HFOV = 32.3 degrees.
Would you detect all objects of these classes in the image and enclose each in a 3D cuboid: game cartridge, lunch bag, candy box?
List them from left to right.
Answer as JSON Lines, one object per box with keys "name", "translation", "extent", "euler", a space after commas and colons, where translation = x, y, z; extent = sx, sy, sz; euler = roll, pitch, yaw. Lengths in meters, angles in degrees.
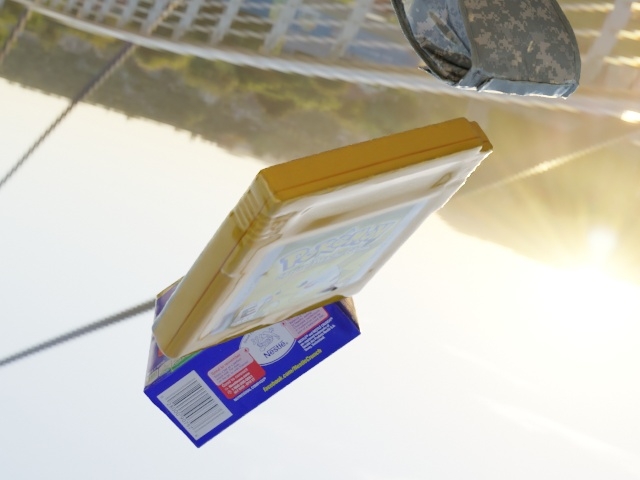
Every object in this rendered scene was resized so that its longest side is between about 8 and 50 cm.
{"name": "candy box", "translation": [-0.096, 0.099, 1.516], "extent": [0.122, 0.268, 0.317], "euler": [52, -172, -17]}
{"name": "game cartridge", "translation": [0.000, 0.000, 1.143], "extent": [0.285, 0.053, 0.324], "euler": [-18, 161, -35]}
{"name": "lunch bag", "translation": [0.264, -0.340, 1.769], "extent": [0.235, 0.169, 0.287], "euler": [1, -123, -33]}
